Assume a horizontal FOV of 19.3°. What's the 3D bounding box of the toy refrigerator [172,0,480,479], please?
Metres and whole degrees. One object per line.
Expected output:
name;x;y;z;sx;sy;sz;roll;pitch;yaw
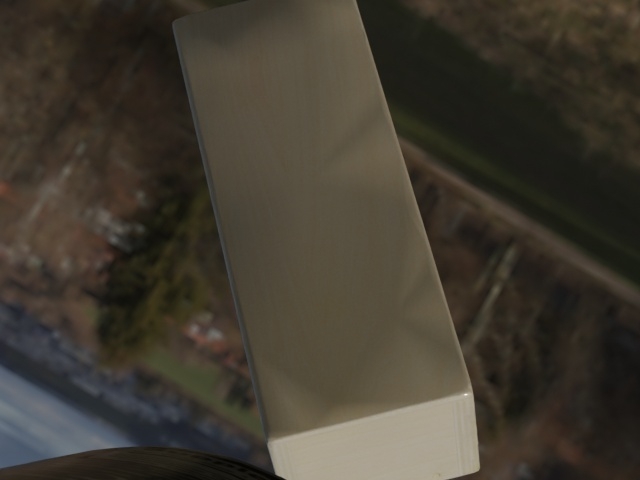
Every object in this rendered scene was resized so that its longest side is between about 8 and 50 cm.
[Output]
toy refrigerator;0.000;0.000;0.982;0.094;0.102;0.270;79;177;-56

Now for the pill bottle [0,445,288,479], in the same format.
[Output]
pill bottle;-0.069;0.168;0.552;0.210;0.210;0.363;29;-179;10
